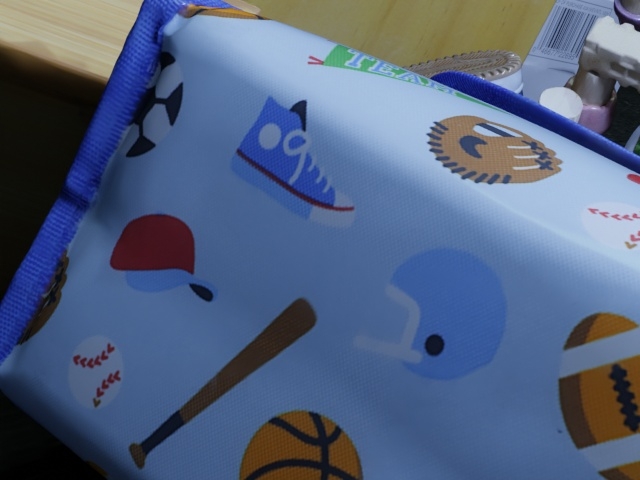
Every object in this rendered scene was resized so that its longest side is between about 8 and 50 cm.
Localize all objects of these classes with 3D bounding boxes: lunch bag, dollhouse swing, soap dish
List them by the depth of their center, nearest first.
[{"bbox_3d":[0.099,0.057,0.540,0.328,0.239,0.385,33,8,30],"label":"lunch bag"},{"bbox_3d":[-0.202,-0.066,0.574,0.291,0.229,0.118,19,38,-5],"label":"soap dish"},{"bbox_3d":[0.058,-0.253,1.139,0.347,0.305,0.315,17,22,-7],"label":"dollhouse swing"}]

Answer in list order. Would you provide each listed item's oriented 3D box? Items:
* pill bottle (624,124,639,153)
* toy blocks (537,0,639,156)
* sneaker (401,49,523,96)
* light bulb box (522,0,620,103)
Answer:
[{"bbox_3d":[0.492,-0.064,1.329,0.221,0.124,0.124,17,21,-9],"label":"pill bottle"},{"bbox_3d":[0.380,-0.095,1.136,0.288,0.260,0.309,26,59,16],"label":"toy blocks"},{"bbox_3d":[0.062,-0.082,1.035,0.282,0.153,0.099,-10,30,6],"label":"sneaker"},{"bbox_3d":[0.202,-0.318,1.537,0.358,0.225,0.361,1,29,-41],"label":"light bulb box"}]
